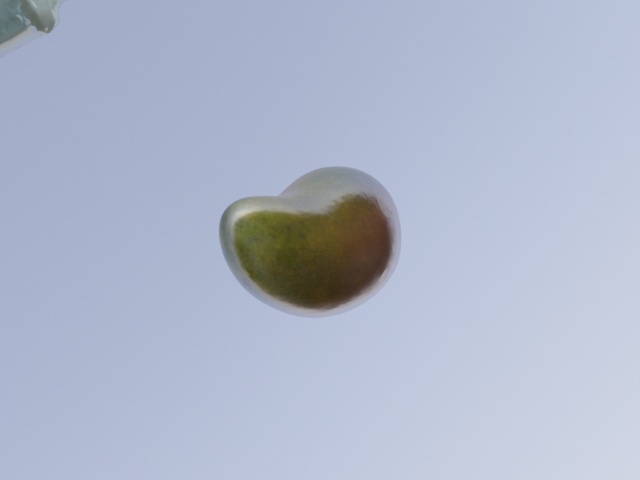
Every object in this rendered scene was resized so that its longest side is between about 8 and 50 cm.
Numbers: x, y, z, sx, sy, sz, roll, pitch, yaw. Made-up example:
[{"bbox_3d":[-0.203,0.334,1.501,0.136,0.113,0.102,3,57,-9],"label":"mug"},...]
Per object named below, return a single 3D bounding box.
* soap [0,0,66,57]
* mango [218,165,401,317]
[{"bbox_3d":[-0.233,-0.111,0.423,0.150,0.261,0.094,60,-154,-21],"label":"soap"},{"bbox_3d":[0.001,0.005,1.021,0.289,0.129,0.146,-29,-63,-61],"label":"mango"}]
